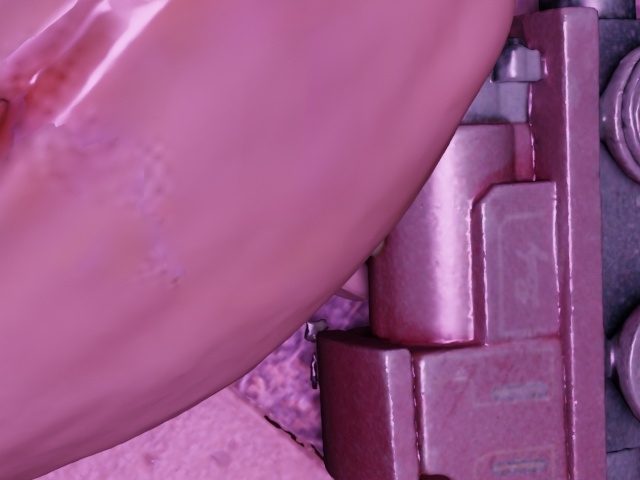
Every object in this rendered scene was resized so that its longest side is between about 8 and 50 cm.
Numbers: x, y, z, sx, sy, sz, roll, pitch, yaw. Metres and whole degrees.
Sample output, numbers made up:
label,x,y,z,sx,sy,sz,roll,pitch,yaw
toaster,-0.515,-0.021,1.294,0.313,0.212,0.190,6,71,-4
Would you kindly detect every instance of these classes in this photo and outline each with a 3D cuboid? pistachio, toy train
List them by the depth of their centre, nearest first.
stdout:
label,x,y,z,sx,sy,sz,roll,pitch,yaw
pistachio,-0.108,-0.066,0.529,0.445,0.365,0.281,-39,101,20
toy train,0.109,-0.001,0.674,0.221,0.150,0.305,-4,94,-21

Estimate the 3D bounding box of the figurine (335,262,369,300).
label,x,y,z,sx,sy,sz,roll,pitch,yaw
figurine,0.000,0.000,0.714,0.083,0.047,0.051,25,82,-28
